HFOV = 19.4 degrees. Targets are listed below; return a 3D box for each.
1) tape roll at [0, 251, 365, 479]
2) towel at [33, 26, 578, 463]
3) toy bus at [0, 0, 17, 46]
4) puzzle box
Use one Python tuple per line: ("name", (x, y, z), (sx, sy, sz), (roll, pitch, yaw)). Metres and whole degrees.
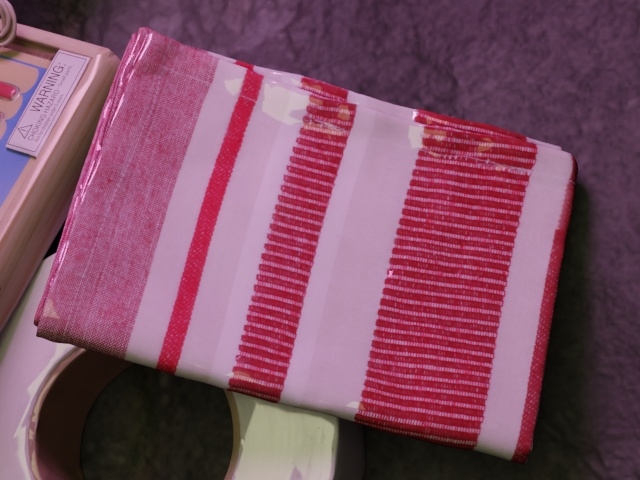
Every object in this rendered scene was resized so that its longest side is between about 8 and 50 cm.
("tape roll", (-0.116, 0.141, 1.287), (0.286, 0.100, 0.286), (-2, 79, 12))
("towel", (0.000, 0.000, 1.240), (0.329, 0.037, 0.237), (15, 62, -3))
("toy bus", (-0.305, -0.238, 1.342), (0.191, 0.104, 0.202), (-6, 114, 22))
("puzzle box", (-0.333, 0.014, 1.310), (0.272, 0.052, 0.409), (17, 70, 31))
